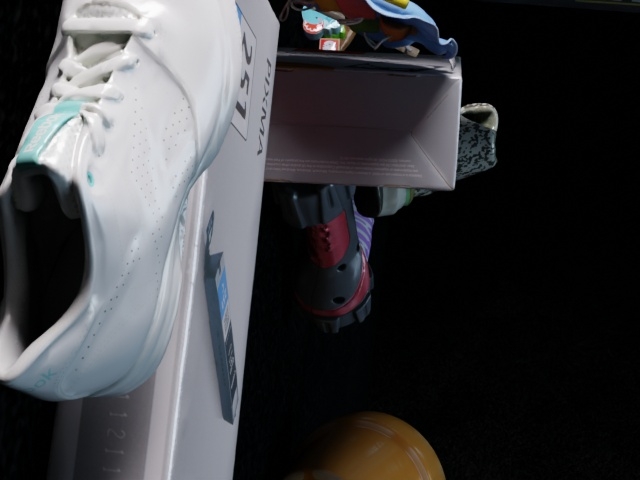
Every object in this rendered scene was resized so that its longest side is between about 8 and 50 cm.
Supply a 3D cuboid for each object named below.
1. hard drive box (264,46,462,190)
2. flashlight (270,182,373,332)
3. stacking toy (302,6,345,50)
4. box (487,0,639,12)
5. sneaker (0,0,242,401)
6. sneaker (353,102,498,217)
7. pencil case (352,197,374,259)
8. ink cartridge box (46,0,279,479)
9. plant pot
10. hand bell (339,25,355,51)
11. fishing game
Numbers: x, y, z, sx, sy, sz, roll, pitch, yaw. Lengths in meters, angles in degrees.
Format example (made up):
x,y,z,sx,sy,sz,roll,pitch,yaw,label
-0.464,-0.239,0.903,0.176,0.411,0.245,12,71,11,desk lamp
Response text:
x,y,z,sx,sy,sz,roll,pitch,yaw,label
0.027,-0.109,0.861,0.232,0.181,0.089,-64,157,-75,hard drive box
0.000,0.000,1.108,0.304,0.103,0.103,75,-5,-63,flashlight
-0.003,-0.215,1.125,0.167,0.052,0.221,80,14,-72,stacking toy
0.143,-0.305,0.785,0.318,0.395,0.097,78,20,-67,box
-0.087,-0.041,0.401,0.094,0.080,0.212,16,80,-72,sneaker
0.121,-0.127,1.241,0.410,0.182,0.158,-94,179,-70,sneaker
0.029,0.001,1.365,0.206,0.086,0.088,-75,155,-58,pencil case
-0.070,0.007,0.595,0.261,0.066,0.296,51,44,-79,ink cartridge box
0.030,0.320,1.223,0.188,0.205,0.205,4,91,-68,plant pot
0.056,-0.361,1.399,0.126,0.126,0.242,75,33,-72,hand bell
0.013,-0.165,0.738,0.264,0.189,0.041,-58,173,-84,fishing game
